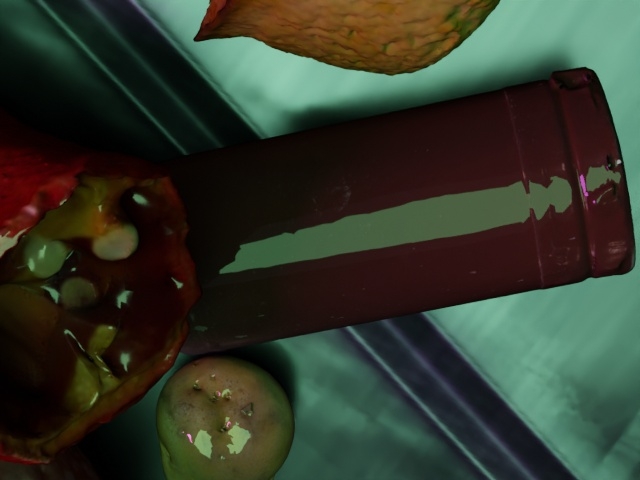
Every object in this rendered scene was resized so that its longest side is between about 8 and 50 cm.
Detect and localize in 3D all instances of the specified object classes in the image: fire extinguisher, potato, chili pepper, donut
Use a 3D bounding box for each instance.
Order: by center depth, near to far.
[{"bbox_3d":[0.059,-0.181,0.530,0.112,0.151,0.295,25,104,-13],"label":"donut"},{"bbox_3d":[-0.205,-0.030,0.571,0.338,0.131,0.135,29,75,32],"label":"chili pepper"},{"bbox_3d":[0.000,0.000,0.598,0.268,0.105,0.105,-11,103,6],"label":"fire extinguisher"},{"bbox_3d":[-0.048,0.099,0.653,0.068,0.062,0.083,16,127,15],"label":"potato"}]

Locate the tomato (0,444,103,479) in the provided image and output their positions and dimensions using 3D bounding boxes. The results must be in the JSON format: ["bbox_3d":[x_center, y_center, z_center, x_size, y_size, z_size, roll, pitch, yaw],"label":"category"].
[{"bbox_3d":[-0.221,0.174,0.594,0.270,0.227,0.270,0,104,1],"label":"tomato"}]
